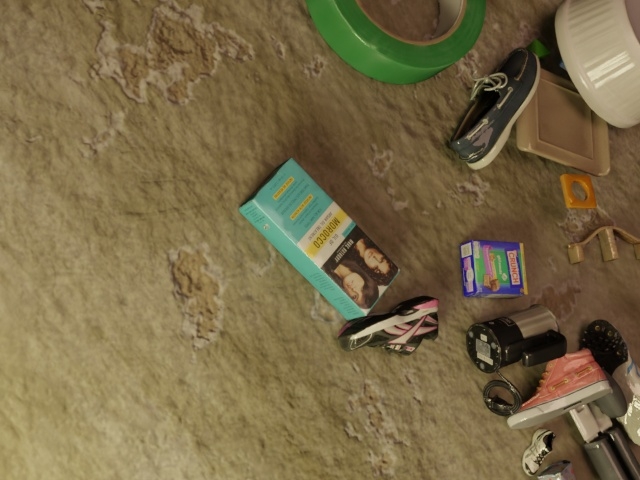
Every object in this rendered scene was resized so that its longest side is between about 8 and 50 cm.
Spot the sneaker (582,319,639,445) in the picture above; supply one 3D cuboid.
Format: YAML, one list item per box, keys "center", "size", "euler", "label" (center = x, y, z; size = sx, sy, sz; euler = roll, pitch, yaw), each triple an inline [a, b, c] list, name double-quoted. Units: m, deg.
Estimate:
- center: [0.530, 0.248, 1.534]
  size: [0.237, 0.085, 0.086]
  euler: [65, 23, 8]
  label: "sneaker"

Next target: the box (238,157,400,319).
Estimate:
- center: [0.000, 0.000, 1.322]
  size: [0.244, 0.060, 0.100]
  euler: [45, 63, -11]
  label: "box"

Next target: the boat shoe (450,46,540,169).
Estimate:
- center: [0.298, -0.243, 1.514]
  size: [0.079, 0.095, 0.254]
  euler: [39, 73, -26]
  label: "boat shoe"

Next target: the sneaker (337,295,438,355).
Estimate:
- center: [0.115, 0.145, 1.345]
  size: [0.178, 0.072, 0.077]
  euler: [-16, 97, -23]
  label: "sneaker"

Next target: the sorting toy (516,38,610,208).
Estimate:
- center: [0.432, -0.212, 1.593]
  size: [0.196, 0.047, 0.348]
  euler: [14, 65, -22]
  label: "sorting toy"

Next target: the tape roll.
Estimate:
- center: [0.128, -0.427, 1.477]
  size: [0.321, 0.077, 0.321]
  euler: [6, 75, -25]
  label: "tape roll"

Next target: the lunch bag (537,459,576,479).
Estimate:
- center: [0.395, 0.404, 1.435]
  size: [0.083, 0.053, 0.071]
  euler: [-11, 83, -54]
  label: "lunch bag"

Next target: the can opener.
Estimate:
- center: [0.497, 0.343, 1.473]
  size: [0.076, 0.095, 0.283]
  euler: [-24, 82, -32]
  label: "can opener"

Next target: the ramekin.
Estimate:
- center: [0.563, -0.355, 1.613]
  size: [0.273, 0.127, 0.273]
  euler: [20, 58, -35]
  label: "ramekin"

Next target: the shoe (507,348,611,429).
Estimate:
- center: [0.379, 0.243, 1.442]
  size: [0.178, 0.063, 0.081]
  euler: [-24, 61, 4]
  label: "shoe"

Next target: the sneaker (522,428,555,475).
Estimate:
- center: [0.359, 0.346, 1.439]
  size: [0.032, 0.037, 0.083]
  euler: [34, 67, -18]
  label: "sneaker"

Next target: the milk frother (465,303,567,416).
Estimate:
- center: [0.322, 0.196, 1.433]
  size: [0.135, 0.129, 0.143]
  euler: [-13, 127, -28]
  label: "milk frother"

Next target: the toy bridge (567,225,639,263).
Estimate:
- center: [0.526, 0.006, 1.608]
  size: [0.188, 0.026, 0.063]
  euler: [-2, 77, -27]
  label: "toy bridge"

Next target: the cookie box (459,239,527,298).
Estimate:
- center: [0.291, 0.049, 1.470]
  size: [0.107, 0.040, 0.092]
  euler: [3, 76, -27]
  label: "cookie box"
